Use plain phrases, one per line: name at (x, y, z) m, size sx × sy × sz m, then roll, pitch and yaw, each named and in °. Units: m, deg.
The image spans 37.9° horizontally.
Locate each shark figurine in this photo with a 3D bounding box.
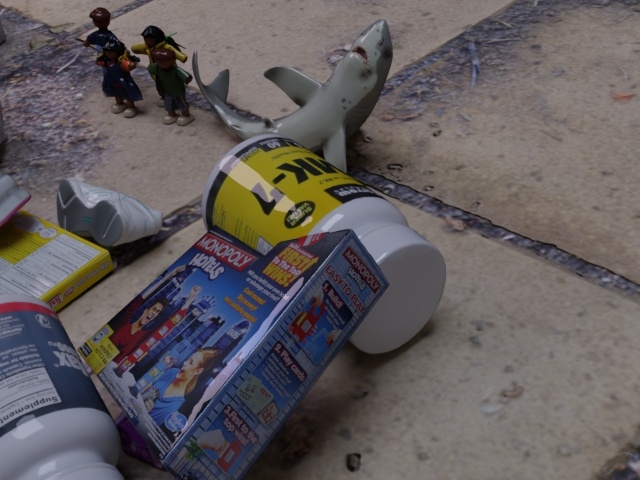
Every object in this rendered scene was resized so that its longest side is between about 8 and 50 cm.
shark figurine at (-0.018, -0.133, 1.000) m, size 0.278 × 0.166 × 0.116 m, roll 0°, pitch 9°, yaw 41°

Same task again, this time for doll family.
doll family at (-0.219, -0.211, 1.104) m, size 0.193 × 0.111 × 0.076 m, roll 10°, pitch 42°, yaw 24°

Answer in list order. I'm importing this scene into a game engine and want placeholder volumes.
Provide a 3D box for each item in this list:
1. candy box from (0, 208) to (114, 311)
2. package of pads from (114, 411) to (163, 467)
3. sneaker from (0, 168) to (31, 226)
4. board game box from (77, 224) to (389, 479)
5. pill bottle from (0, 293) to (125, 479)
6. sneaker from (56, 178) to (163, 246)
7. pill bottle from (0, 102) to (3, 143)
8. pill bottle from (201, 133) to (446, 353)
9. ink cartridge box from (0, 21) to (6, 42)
candy box at (-0.305, 0.015, 0.901) m, size 0.206 × 0.027 × 0.105 m, roll 22°, pitch 50°, yaw 35°
package of pads at (-0.115, 0.129, 0.709) m, size 0.050 × 0.032 × 0.083 m, roll 15°, pitch 44°, yaw 32°
sneaker at (-0.408, -0.066, 0.919) m, size 0.252 × 0.111 × 0.103 m, roll -4°, pitch 33°, yaw 25°
board game box at (-0.057, 0.063, 0.661) m, size 0.194 × 0.060 × 0.194 m, roll -42°, pitch 31°, yaw -12°
pill bottle at (-0.202, 0.134, 0.649) m, size 0.108 × 0.108 × 0.180 m, roll -26°, pitch 55°, yaw -20°
sneaker at (-0.213, -0.026, 0.923) m, size 0.061 × 0.053 × 0.152 m, roll -3°, pitch 17°, yaw -42°
pill bottle at (-0.503, -0.138, 1.038) m, size 0.265 × 0.153 × 0.153 m, roll -14°, pitch 38°, yaw -4°
pill bottle at (0.000, 0.000, 0.780) m, size 0.119 × 0.119 × 0.208 m, roll -29°, pitch 42°, yaw -24°
ink cartridge box at (-0.547, -0.308, 1.178) m, size 0.066 × 0.261 × 0.296 m, roll 5°, pitch 40°, yaw 20°
